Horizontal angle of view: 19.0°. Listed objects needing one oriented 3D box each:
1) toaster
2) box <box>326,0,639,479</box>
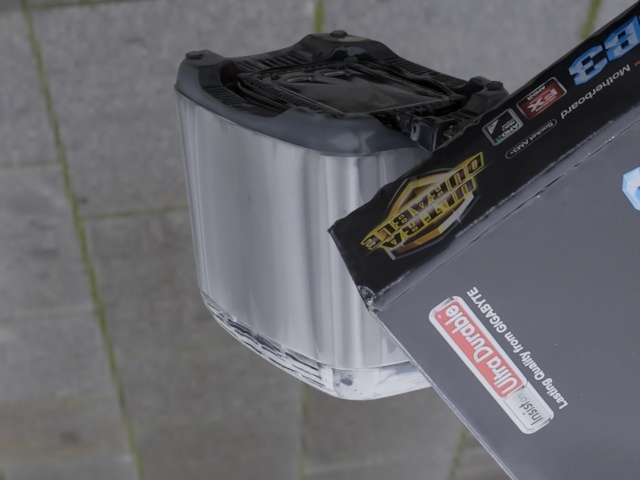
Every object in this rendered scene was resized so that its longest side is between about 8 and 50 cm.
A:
[{"bbox_3d":[0.016,-0.015,0.970,0.129,0.146,0.227,-13,-159,-29],"label":"toaster"},{"bbox_3d":[0.202,0.017,0.830,0.293,0.073,0.295,-36,124,5],"label":"box"}]
